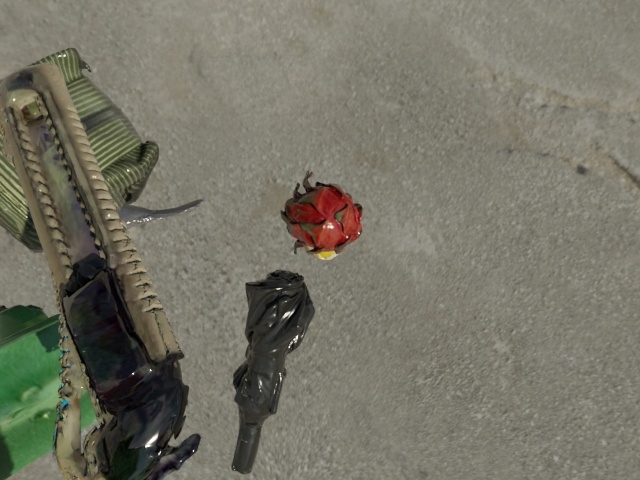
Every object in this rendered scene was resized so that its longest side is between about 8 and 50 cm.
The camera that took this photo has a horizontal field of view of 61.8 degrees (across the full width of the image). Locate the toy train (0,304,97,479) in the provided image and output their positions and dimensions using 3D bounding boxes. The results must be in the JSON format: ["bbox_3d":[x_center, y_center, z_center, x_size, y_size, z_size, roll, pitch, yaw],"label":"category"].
[{"bbox_3d":[-0.354,0.149,0.445,0.202,0.120,0.301,10,27,40],"label":"toy train"}]

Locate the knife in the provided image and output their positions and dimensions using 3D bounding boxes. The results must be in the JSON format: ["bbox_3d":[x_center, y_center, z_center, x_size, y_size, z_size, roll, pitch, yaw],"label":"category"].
[{"bbox_3d":[-0.177,-0.006,0.371,0.089,0.043,0.365,-25,63,-9],"label":"knife"}]

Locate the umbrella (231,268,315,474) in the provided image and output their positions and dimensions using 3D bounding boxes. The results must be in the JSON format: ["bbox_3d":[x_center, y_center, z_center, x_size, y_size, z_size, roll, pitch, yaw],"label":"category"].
[{"bbox_3d":[-0.088,0.210,0.841,0.118,0.118,0.340,13,98,2],"label":"umbrella"}]

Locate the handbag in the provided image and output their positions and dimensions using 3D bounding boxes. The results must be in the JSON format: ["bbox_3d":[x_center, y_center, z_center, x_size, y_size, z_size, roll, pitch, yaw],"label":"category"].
[{"bbox_3d":[-0.399,-0.123,0.806,0.240,0.340,0.247,-46,108,-16],"label":"handbag"}]

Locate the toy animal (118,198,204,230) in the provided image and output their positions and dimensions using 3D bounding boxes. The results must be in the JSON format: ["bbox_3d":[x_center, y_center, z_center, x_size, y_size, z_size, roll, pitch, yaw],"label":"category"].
[{"bbox_3d":[-0.438,-0.021,1.094,0.367,0.081,0.206,10,100,-22],"label":"toy animal"}]

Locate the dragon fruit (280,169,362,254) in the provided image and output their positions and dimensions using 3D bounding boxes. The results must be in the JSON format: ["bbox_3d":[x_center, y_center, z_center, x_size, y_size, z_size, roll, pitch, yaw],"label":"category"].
[{"bbox_3d":[0.002,-0.040,0.895,0.142,0.121,0.130,4,48,22],"label":"dragon fruit"}]

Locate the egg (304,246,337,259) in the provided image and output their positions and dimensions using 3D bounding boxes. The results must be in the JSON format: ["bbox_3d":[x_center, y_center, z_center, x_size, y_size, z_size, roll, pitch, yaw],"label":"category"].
[{"bbox_3d":[0.000,0.000,1.054,0.083,0.071,0.071,13,63,22],"label":"egg"}]
